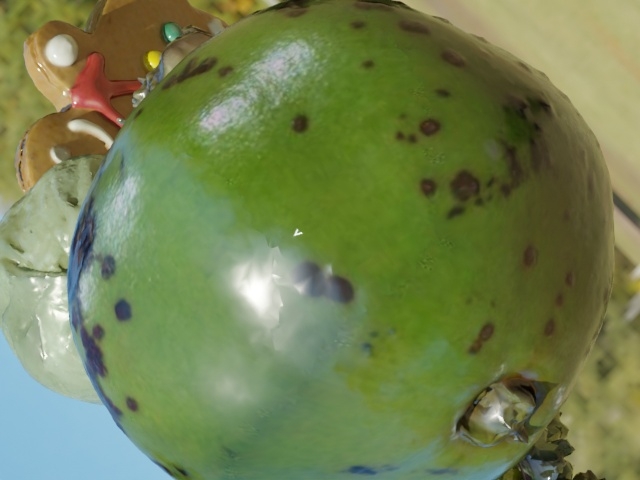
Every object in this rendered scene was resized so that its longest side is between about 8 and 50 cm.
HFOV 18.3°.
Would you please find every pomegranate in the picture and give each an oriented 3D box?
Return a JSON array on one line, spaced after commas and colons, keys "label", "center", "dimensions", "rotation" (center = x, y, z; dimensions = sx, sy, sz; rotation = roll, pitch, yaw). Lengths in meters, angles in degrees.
[{"label": "pomegranate", "center": [0.000, 0.000, 0.915], "dimensions": [0.270, 0.254, 0.254], "rotation": [41, -176, 24]}]

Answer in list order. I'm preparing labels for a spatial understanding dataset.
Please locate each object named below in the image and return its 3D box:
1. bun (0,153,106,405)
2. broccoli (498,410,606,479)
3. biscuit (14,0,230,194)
[{"label": "bun", "center": [-0.176, 0.031, 1.663], "dimensions": [0.126, 0.204, 0.212], "rotation": [-170, 61, -85]}, {"label": "broccoli", "center": [0.083, 0.253, 1.427], "dimensions": [0.334, 0.272, 0.324], "rotation": [10, 143, 2]}, {"label": "biscuit", "center": [-0.173, -0.132, 1.834], "dimensions": [0.216, 0.047, 0.339], "rotation": [46, -135, -15]}]
